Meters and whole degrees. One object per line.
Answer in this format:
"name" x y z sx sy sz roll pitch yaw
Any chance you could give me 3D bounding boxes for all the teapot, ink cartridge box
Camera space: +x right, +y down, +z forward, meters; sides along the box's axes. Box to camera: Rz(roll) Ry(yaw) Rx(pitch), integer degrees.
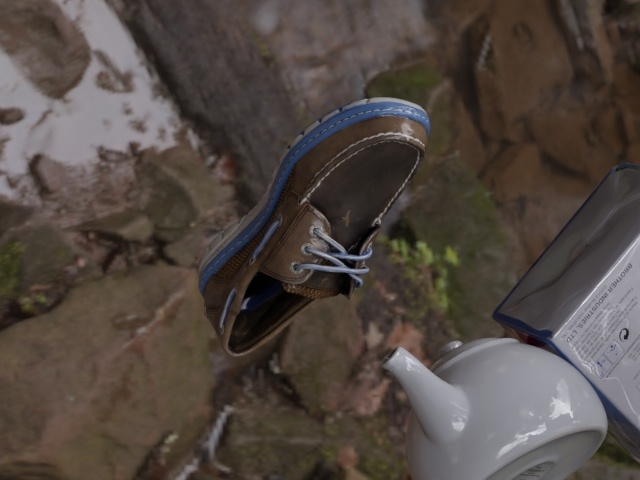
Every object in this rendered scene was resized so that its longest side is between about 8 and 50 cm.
"teapot" 0.199 0.200 1.507 0.253 0.256 0.187 -21 60 -17
"ink cartridge box" 0.450 0.132 1.639 0.395 0.151 0.270 44 83 -22

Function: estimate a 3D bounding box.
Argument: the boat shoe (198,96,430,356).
"boat shoe" 0.000 0.000 0.671 0.066 0.183 0.066 13 49 -30
